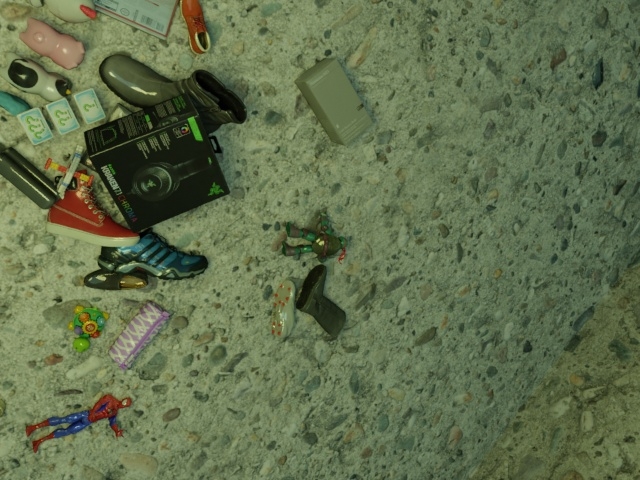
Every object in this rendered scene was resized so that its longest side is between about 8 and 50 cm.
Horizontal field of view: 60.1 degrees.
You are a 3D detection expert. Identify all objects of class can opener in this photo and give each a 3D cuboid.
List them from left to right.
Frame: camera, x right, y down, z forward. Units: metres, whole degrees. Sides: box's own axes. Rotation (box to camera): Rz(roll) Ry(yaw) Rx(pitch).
[{"bbox_3d":[-0.766,-0.176,1.333,0.095,0.076,0.283,-37,109,23],"label":"can opener"}]

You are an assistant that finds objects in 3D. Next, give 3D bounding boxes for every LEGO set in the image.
[{"bbox_3d":[-0.582,-0.219,1.338,0.182,0.060,0.244,-31,125,-25],"label":"LEGO set"}]

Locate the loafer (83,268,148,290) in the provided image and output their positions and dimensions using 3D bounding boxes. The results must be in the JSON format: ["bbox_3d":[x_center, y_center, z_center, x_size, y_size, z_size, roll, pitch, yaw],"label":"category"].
[{"bbox_3d":[-0.566,0.111,1.540,0.170,0.061,0.062,-5,107,-26],"label":"loafer"}]

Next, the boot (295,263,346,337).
[{"bbox_3d":[0.023,0.205,1.871,0.208,0.076,0.189,36,75,-34],"label":"boot"}]

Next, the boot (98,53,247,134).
[{"bbox_3d":[-0.363,-0.389,1.399,0.338,0.223,0.118,25,68,-35],"label":"boot"}]

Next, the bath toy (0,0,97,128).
[{"bbox_3d":[-0.622,-0.436,1.298,0.348,0.129,0.151,-60,165,10],"label":"bath toy"}]

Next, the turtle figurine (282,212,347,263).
[{"bbox_3d":[0.000,0.000,1.782,0.234,0.118,0.175,2,104,-22],"label":"turtle figurine"}]

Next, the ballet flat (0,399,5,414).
[{"bbox_3d":[-0.920,0.433,1.453,0.168,0.052,0.057,15,97,-30],"label":"ballet flat"}]

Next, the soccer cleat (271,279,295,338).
[{"bbox_3d":[-0.113,0.224,1.817,0.076,0.068,0.196,3,99,-54],"label":"soccer cleat"}]

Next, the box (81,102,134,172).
[{"bbox_3d":[-0.480,-0.221,1.462,0.231,0.056,0.183,34,95,-23],"label":"box"}]

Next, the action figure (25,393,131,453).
[{"bbox_3d":[-0.670,0.527,1.568,0.280,0.139,0.091,-20,114,-24],"label":"action figure"}]

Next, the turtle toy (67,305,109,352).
[{"bbox_3d":[-0.647,0.245,1.534,0.095,0.066,0.130,21,94,-31],"label":"turtle toy"}]

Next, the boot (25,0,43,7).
[{"bbox_3d":[-0.722,-0.647,1.236,0.123,0.095,0.258,-17,107,-12],"label":"boot"}]

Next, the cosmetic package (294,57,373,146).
[{"bbox_3d":[0.042,-0.421,1.684,0.127,0.107,0.238,-42,122,-8],"label":"cosmetic package"}]

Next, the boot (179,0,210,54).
[{"bbox_3d":[-0.324,-0.572,1.455,0.059,0.084,0.158,-20,115,-19],"label":"boot"}]

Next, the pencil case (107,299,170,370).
[{"bbox_3d":[-0.523,0.272,1.595,0.086,0.088,0.206,39,84,-33],"label":"pencil case"}]

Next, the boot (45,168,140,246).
[{"bbox_3d":[-0.574,-0.085,1.421,0.244,0.088,0.176,14,96,2],"label":"boot"}]

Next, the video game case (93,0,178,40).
[{"bbox_3d":[-0.446,-0.684,1.396,0.204,0.025,0.285,17,96,-30],"label":"video game case"}]

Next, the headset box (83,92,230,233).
[{"bbox_3d":[-0.384,-0.190,1.357,0.283,0.131,0.246,-23,134,-10],"label":"headset box"}]

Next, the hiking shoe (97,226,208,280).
[{"bbox_3d":[-0.456,0.033,1.546,0.304,0.113,0.132,6,102,-29],"label":"hiking shoe"}]
